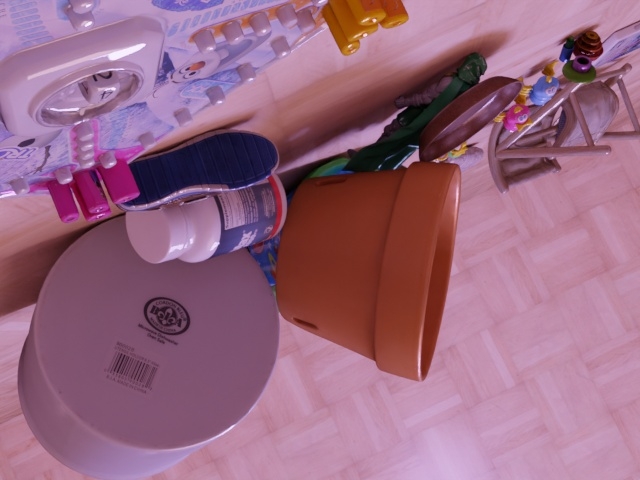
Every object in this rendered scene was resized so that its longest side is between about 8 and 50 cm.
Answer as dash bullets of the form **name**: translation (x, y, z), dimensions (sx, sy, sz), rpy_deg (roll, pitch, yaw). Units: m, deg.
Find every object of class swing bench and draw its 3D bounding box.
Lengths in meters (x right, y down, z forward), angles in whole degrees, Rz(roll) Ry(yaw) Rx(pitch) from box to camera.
- **swing bench**: translation (0.497, -0.227, 1.694), dimensions (0.254, 0.165, 0.253), rpy_deg (-21, 180, 43)

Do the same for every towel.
- **towel**: translation (0.225, -0.132, 1.904), dimensions (0.282, 0.049, 0.187), rpy_deg (-30, 173, 32)

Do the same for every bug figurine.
- **bug figurine**: translation (0.289, -0.205, 1.436), dimensions (0.279, 0.072, 0.216), rpy_deg (-26, 174, 4)

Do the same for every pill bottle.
- **pill bottle**: translation (-0.137, -0.032, 0.996), dimensions (0.180, 0.108, 0.108), rpy_deg (-19, 171, -46)

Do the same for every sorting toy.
- **sorting toy**: translation (0.397, -0.285, 1.261), dimensions (0.042, 0.061, 0.102), rpy_deg (93, 19, -51)

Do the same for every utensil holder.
- **utensil holder**: translation (-0.253, 0.160, 1.178), dimensions (0.327, 0.328, 0.385), rpy_deg (-23, 170, -27)

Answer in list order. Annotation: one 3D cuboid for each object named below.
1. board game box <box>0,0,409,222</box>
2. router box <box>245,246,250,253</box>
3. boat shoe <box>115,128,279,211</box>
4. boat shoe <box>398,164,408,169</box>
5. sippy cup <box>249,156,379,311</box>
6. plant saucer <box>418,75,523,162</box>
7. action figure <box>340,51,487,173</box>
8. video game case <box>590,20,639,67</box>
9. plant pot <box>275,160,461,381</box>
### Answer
- **board game box**: translation (-0.162, -0.101, 0.583), dimensions (0.390, 0.050, 0.390), rpy_deg (-29, 174, 25)
- **router box**: translation (-0.159, 0.041, 1.641), dimensions (0.242, 0.081, 0.309), rpy_deg (-23, 174, -19)
- **boat shoe**: translation (-0.136, -0.074, 0.893), dimensions (0.183, 0.066, 0.066), rpy_deg (-13, 175, -19)
- **boat shoe**: translation (0.163, -0.070, 1.529), dimensions (0.103, 0.113, 0.302), rpy_deg (-58, -155, 10)
- **sippy cup**: translation (0.000, 0.000, 1.387), dimensions (0.305, 0.240, 0.224), rpy_deg (-3, 173, -34)
- **plant saucer**: translation (0.193, -0.165, 1.108), dimensions (0.168, 0.029, 0.168), rpy_deg (-34, 169, -8)
- **action figure**: translation (0.138, -0.173, 1.135), dimensions (0.232, 0.064, 0.137), rpy_deg (-38, 166, 34)
- **video game case**: translation (0.548, -0.355, 1.468), dimensions (0.143, 0.019, 0.157), rpy_deg (-25, 173, -8)
- **plant pot**: translation (0.065, 0.029, 1.120), dimensions (0.203, 0.291, 0.291), rpy_deg (9, -178, 14)
